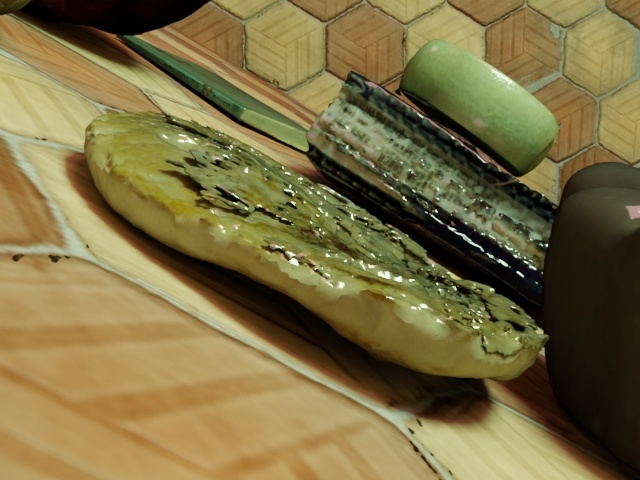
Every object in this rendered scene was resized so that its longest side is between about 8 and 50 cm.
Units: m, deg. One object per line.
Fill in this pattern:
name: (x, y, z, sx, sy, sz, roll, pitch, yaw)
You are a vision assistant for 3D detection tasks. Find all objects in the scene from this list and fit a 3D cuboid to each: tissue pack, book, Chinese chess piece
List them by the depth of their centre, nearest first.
tissue pack: (0.152, -0.041, 0.968, 0.332, 0.123, 0.245, 36, 5, 12)
Chinese chess piece: (0.178, -0.151, 0.991, 0.188, 0.083, 0.188, 36, 6, -5)
book: (-0.125, -0.198, 1.195, 0.283, 0.025, 0.215, 37, 12, 36)

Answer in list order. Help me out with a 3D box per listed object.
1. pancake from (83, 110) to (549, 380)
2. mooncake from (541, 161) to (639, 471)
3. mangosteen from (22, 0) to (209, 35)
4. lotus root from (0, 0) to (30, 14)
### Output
pancake: (0.000, -0.001, 0.480, 0.282, 0.049, 0.282, 29, 9, -5)
mooncake: (0.274, 0.032, 0.534, 0.306, 0.154, 0.306, -5, 13, 1)
mangosteen: (-0.239, -0.420, 0.952, 0.381, 0.381, 0.421, 28, 10, -15)
lotus root: (-0.257, -0.204, 0.627, 0.113, 0.088, 0.192, 10, 17, -20)
